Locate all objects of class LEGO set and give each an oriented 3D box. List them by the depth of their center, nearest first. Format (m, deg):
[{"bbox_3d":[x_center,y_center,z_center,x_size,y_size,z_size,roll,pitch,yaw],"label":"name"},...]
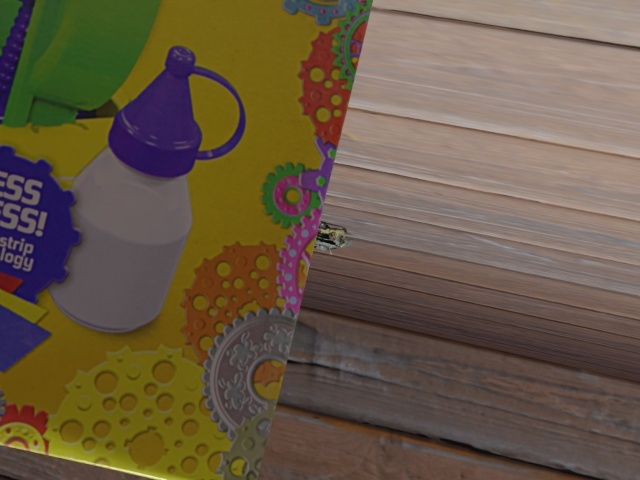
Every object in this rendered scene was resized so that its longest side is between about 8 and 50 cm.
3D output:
[{"bbox_3d":[-0.002,-0.001,1.616,0.054,0.023,0.083,13,175,9],"label":"LEGO set"}]

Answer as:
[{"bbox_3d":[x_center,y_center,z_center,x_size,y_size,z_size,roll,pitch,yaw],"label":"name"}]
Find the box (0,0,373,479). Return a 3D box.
[{"bbox_3d":[-0.168,-0.054,0.549,0.290,0.177,0.279,15,174,-16],"label":"box"}]
